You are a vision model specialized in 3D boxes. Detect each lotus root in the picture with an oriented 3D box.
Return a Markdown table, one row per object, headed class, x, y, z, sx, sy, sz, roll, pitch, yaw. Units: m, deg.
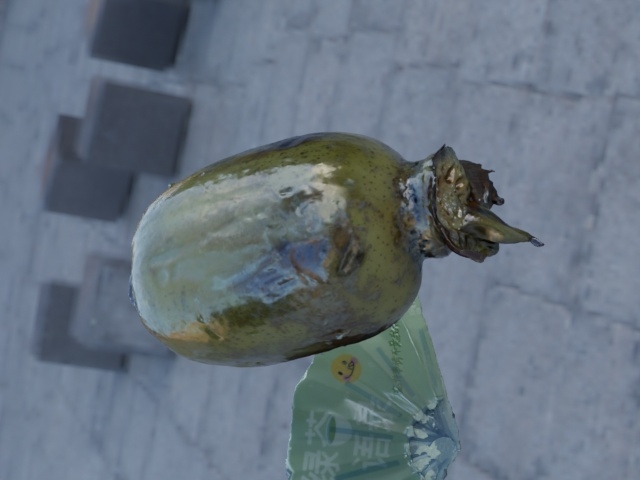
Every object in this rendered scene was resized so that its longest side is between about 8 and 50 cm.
| class | x | y | z | sx | sy | sz | roll | pitch | yaw |
| --- | --- | --- | --- | --- | --- | --- | --- | --- | --- |
| lotus root | -0.001 | -0.002 | 1.048 | 0.278 | 0.154 | 0.154 | -14 | 60 | 25 |

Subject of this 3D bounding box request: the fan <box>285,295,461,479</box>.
| class | x | y | z | sx | sy | sz | roll | pitch | yaw |
| --- | --- | --- | --- | --- | --- | --- | --- | --- | --- |
| fan | 0.041 | 0.146 | 1.190 | 0.009 | 0.131 | 0.240 | 110 | 165 | -67 |
